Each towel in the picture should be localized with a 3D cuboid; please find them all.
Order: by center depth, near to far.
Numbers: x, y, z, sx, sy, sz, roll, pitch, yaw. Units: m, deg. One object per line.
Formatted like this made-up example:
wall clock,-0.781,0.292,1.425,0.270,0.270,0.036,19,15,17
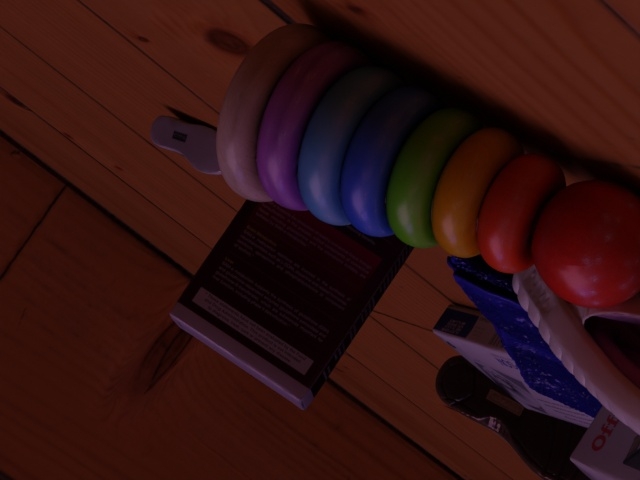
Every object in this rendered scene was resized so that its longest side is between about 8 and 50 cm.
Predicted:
towel,0.240,0.100,1.705,0.228,0.076,0.308,30,170,33

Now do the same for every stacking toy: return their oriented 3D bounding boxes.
stacking toy,0.090,-0.043,1.356,0.330,0.141,0.141,24,167,28

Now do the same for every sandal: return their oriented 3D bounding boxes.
sandal,0.260,0.074,1.352,0.169,0.102,0.416,14,-164,-30

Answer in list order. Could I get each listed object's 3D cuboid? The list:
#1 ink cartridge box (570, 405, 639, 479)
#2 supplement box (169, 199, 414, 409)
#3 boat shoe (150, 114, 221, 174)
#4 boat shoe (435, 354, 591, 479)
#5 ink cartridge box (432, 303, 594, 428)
ink cartridge box,0.320,0.158,1.451,0.093,0.154,0.212,40,170,-33
supplement box,0.000,0.000,1.510,0.130,0.239,0.073,34,173,8
boat shoe,-0.135,-0.107,2.110,0.040,0.049,0.142,16,-172,-45
boat shoe,0.263,0.220,2.280,0.257,0.095,0.095,37,-173,25
ink cartridge box,0.254,0.159,2.072,0.224,0.045,0.223,37,171,-18
